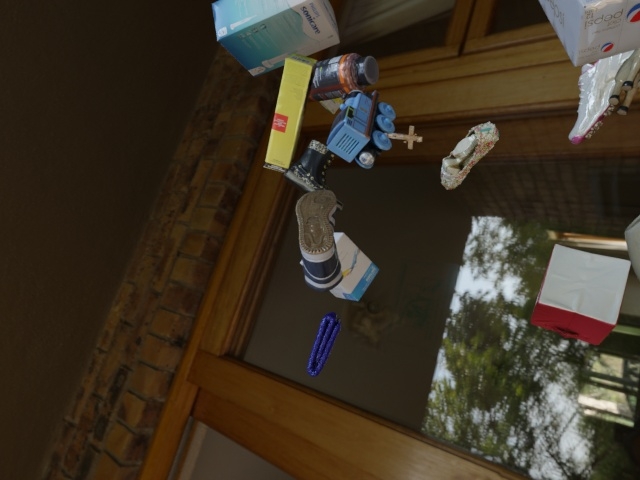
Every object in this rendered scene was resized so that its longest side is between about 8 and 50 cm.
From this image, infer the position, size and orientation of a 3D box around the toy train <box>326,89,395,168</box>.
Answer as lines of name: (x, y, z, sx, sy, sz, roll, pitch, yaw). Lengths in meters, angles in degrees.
toy train: (0.078, -0.214, 0.784, 0.105, 0.080, 0.184, 30, -133, -17)

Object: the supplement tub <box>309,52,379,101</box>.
supplement tub: (0.055, -0.437, 1.138, 0.106, 0.198, 0.105, -8, -79, -50)

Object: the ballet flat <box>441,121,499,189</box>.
ballet flat: (0.374, -0.223, 1.135, 0.077, 0.241, 0.091, -7, -120, -24)

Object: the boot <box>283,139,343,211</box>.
boot: (0.012, -0.228, 1.487, 0.178, 0.236, 0.085, -56, -4, -10)

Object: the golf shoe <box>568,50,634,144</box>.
golf shoe: (0.821, -0.442, 1.269, 0.115, 0.140, 0.306, -6, -53, -58)

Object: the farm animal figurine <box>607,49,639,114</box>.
farm animal figurine: (0.659, -0.360, 0.701, 0.327, 0.330, 0.172, 36, -103, -38)

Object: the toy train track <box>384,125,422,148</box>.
toy train track: (0.168, -0.212, 0.876, 0.014, 0.083, 0.048, -41, -43, -47)

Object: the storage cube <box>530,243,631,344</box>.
storage cube: (0.706, 0.150, 1.168, 0.214, 0.184, 0.193, -63, -29, -17)

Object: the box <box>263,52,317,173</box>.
box: (-0.065, -0.267, 0.905, 0.087, 0.058, 0.232, -76, 3, -57)

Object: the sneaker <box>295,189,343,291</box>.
sneaker: (0.000, 0.000, 1.026, 0.282, 0.099, 0.153, -89, -10, -54)

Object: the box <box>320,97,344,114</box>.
box: (0.068, -0.572, 1.577, 0.179, 0.043, 0.105, -51, -29, 9)

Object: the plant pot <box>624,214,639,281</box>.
plant pot: (0.710, 0.000, 0.800, 0.284, 0.191, 0.284, -38, -20, -16)

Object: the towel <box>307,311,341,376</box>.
towel: (0.024, 0.388, 1.611, 0.308, 0.076, 0.227, 60, -133, -81)

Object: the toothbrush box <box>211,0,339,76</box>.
toothbrush box: (-0.121, -0.618, 1.214, 0.216, 0.296, 0.126, 18, -119, -68)

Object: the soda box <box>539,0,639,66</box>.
soda box: (0.288, -0.298, 0.474, 0.074, 0.069, 0.216, 55, -151, -52)

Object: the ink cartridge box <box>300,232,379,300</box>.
ink cartridge box: (0.076, 0.102, 1.710, 0.233, 0.171, 0.168, 45, -110, -22)
